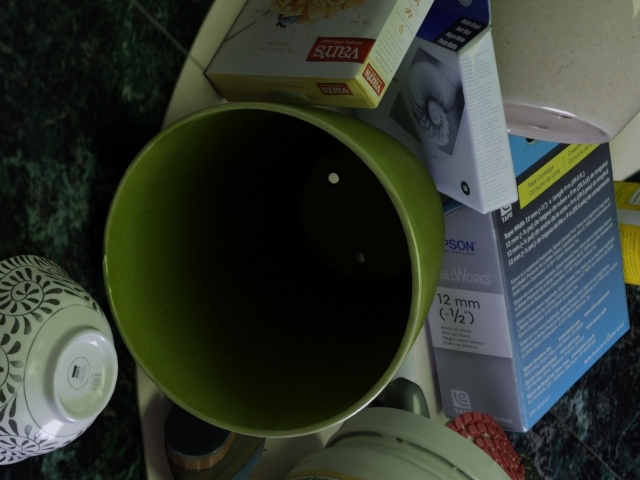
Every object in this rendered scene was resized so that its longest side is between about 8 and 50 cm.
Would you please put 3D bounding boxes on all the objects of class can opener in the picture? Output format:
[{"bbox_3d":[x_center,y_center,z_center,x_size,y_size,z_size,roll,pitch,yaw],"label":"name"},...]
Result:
[{"bbox_3d":[0.071,0.095,1.926,0.074,0.093,0.280,-28,121,-35],"label":"can opener"}]

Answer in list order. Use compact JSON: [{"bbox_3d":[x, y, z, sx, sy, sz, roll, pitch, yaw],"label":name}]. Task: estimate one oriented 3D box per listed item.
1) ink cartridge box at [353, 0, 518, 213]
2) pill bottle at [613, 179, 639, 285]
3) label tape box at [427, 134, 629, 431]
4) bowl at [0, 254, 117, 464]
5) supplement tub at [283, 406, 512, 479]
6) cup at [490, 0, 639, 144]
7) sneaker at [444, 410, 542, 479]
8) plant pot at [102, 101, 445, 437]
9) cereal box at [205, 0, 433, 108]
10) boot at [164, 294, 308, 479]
[{"bbox_3d":[0.090,-0.158,1.788,0.045,0.223,0.224,-22,117,-23],"label":"ink cartridge box"},{"bbox_3d":[0.379,-0.005,2.227,0.117,0.215,0.117,-17,111,-52],"label":"pill bottle"},{"bbox_3d":[0.214,-0.007,2.089,0.249,0.115,0.347,-36,123,-45],"label":"label tape box"},{"bbox_3d":[-0.213,0.101,1.535,0.170,0.080,0.170,-17,112,-51],"label":"bowl"},{"bbox_3d":[0.028,0.342,1.789,0.331,0.241,0.241,-55,137,-32],"label":"supplement tub"},{"bbox_3d":[0.219,-0.225,1.849,0.331,0.331,0.237,22,79,-54],"label":"cup"},{"bbox_3d":[0.166,0.268,2.022,0.121,0.112,0.299,68,9,27],"label":"sneaker"},{"bbox_3d":[0.000,0.000,1.687,0.293,0.275,0.274,-27,120,-67],"label":"plant pot"},{"bbox_3d":[0.022,-0.222,1.714,0.047,0.173,0.240,53,55,-40],"label":"cereal box"},{"bbox_3d":[-0.078,0.146,1.763,0.219,0.082,0.106,-53,158,-40],"label":"boot"}]
